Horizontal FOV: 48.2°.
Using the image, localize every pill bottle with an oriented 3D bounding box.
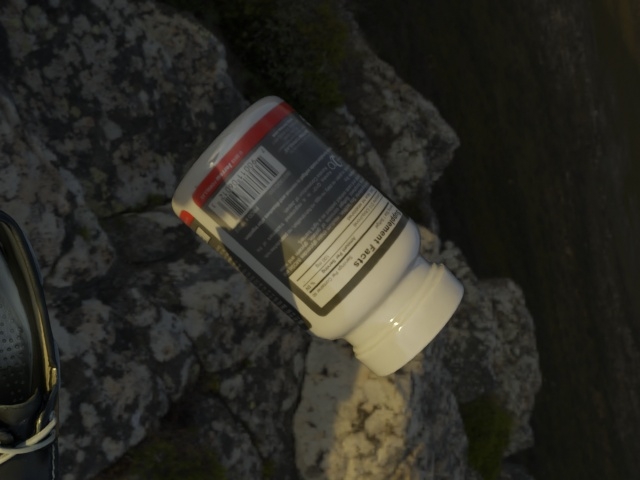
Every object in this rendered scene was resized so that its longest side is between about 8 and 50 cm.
[{"bbox_3d":[0.000,0.000,0.955,0.363,0.210,0.210,43,45,-4],"label":"pill bottle"}]

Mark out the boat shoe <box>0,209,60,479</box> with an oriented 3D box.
[{"bbox_3d":[-0.258,0.122,0.559,0.114,0.091,0.303,-25,106,-53],"label":"boat shoe"}]
